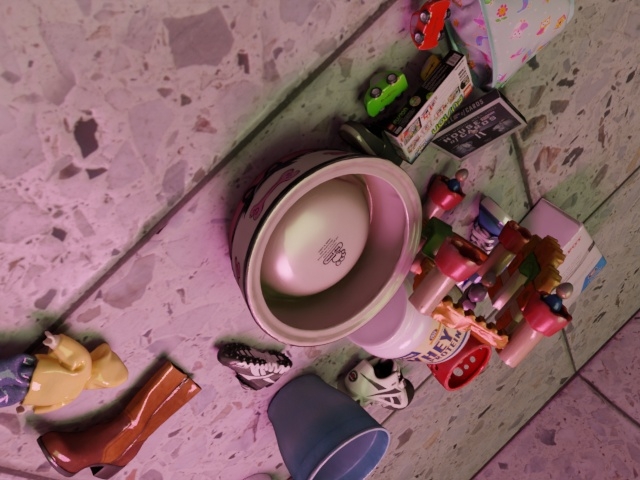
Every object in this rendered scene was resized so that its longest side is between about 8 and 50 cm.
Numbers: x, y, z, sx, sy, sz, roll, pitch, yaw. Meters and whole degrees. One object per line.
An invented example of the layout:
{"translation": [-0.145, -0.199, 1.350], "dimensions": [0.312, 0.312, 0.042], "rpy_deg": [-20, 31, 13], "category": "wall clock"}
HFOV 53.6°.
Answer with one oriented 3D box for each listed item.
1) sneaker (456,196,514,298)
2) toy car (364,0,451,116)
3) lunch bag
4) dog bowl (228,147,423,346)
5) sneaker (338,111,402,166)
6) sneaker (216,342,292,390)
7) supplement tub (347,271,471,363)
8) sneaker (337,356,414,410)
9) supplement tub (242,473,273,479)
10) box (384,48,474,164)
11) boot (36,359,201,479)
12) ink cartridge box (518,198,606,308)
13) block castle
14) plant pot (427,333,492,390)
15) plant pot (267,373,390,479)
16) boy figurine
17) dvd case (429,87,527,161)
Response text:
{"translation": [0.450, 0.048, 1.783], "dimensions": [0.236, 0.130, 0.323], "rpy_deg": [-37, 134, 4], "category": "sneaker"}
{"translation": [0.164, -0.331, 1.222], "dimensions": [0.225, 0.053, 0.239], "rpy_deg": [-40, 149, -1], "category": "toy car"}
{"translation": [0.362, -0.444, 1.229], "dimensions": [0.223, 0.160, 0.262], "rpy_deg": [-43, 137, -5], "category": "lunch bag"}
{"translation": [0.000, 0.000, 1.255], "dimensions": [0.407, 0.150, 0.408], "rpy_deg": [-18, 125, -28], "category": "dog bowl"}
{"translation": [0.121, -0.222, 1.276], "dimensions": [0.118, 0.083, 0.222], "rpy_deg": [-56, 152, 7], "category": "sneaker"}
{"translation": [-0.165, 0.305, 1.478], "dimensions": [0.106, 0.078, 0.234], "rpy_deg": [-55, 144, 8], "category": "sneaker"}
{"translation": [0.214, 0.183, 1.593], "dimensions": [0.324, 0.235, 0.236], "rpy_deg": [19, 110, -50], "category": "supplement tub"}
{"translation": [0.205, 0.416, 1.890], "dimensions": [0.330, 0.122, 0.146], "rpy_deg": [16, 114, -50], "category": "sneaker"}
{"translation": [-0.139, 0.863, 1.802], "dimensions": [0.240, 0.331, 0.241], "rpy_deg": [-24, 137, -25], "category": "supplement tub"}
{"translation": [0.217, -0.260, 1.247], "dimensions": [0.207, 0.036, 0.114], "rpy_deg": [-50, 149, -3], "category": "box"}
{"translation": [-0.399, 0.361, 1.297], "dimensions": [0.280, 0.096, 0.264], "rpy_deg": [-43, 142, -5], "category": "boot"}
{"translation": [0.731, 0.078, 2.039], "dimensions": [0.285, 0.166, 0.395], "rpy_deg": [-51, 142, 6], "category": "ink cartridge box"}
{"translation": [0.362, 0.034, 1.388], "dimensions": [0.302, 0.453, 0.213], "rpy_deg": [31, 114, -7], "category": "block castle"}
{"translation": [0.402, 0.341, 1.964], "dimensions": [0.191, 0.174, 0.191], "rpy_deg": [-26, 138, -25], "category": "plant pot"}
{"translation": [0.000, 0.500, 1.666], "dimensions": [0.271, 0.255, 0.272], "rpy_deg": [-25, 139, -24], "category": "plant pot"}
{"translation": [-0.472, 0.228, 1.110], "dimensions": [0.285, 0.092, 0.177], "rpy_deg": [-1, 124, -43], "category": "boy figurine"}
{"translation": [0.344, -0.247, 1.397], "dimensions": [0.179, 0.030, 0.238], "rpy_deg": [-29, 162, 26], "category": "dvd case"}
